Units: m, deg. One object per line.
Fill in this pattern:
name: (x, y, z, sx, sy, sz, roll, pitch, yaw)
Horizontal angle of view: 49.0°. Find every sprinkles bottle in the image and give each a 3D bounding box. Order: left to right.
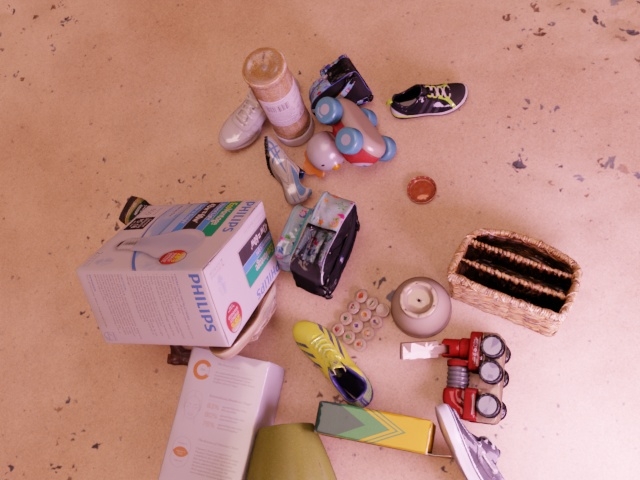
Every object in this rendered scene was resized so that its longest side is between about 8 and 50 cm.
sprinkles bottle: (-0.109, -0.387, 1.935, 0.121, 0.355, 0.121, -4, 71, 11)

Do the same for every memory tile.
memory tile: (0.107, 0.212, 1.868, 0.113, 0.012, 0.148, 33, 85, 24)

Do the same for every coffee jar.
coffee jar: (-0.498, -0.061, 2.062, 0.184, 0.079, 0.096, 22, 78, 18)

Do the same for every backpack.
backpack: (0.000, 0.000, 1.858, 0.191, 0.225, 0.254, 25, 75, 13)
backpack: (0.043, -0.430, 2.032, 0.173, 0.158, 0.117, -34, 60, 12)

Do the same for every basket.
basket: (0.482, 0.078, 1.727, 0.299, 0.223, 0.214, 22, 78, 19)

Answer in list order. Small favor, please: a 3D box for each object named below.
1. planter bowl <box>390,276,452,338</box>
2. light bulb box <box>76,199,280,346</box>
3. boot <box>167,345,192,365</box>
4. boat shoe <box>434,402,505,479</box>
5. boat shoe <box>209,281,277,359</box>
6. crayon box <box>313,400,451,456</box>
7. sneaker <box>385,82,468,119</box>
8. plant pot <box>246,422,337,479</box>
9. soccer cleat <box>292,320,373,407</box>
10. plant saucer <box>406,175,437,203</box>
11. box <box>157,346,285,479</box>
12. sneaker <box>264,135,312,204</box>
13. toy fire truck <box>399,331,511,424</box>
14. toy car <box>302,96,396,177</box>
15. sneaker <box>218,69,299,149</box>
planter bowl: (0.256, 0.162, 1.809, 0.162, 0.109, 0.162, -4, 71, 11)
light bulb box: (-0.345, 0.077, 1.791, 0.360, 0.225, 0.358, -2, 29, 22)
boot: (-0.362, 0.298, 1.937, 0.114, 0.037, 0.107, 4, 86, 17)
boat shoe: (0.370, 0.505, 1.644, 0.102, 0.108, 0.301, -28, 89, -3)
boat shoe: (-0.186, 0.216, 1.813, 0.109, 0.098, 0.302, -2, 30, 22)
crayon box: (0.161, 0.457, 1.685, 0.318, 0.202, 0.081, 8, 74, 13)
sneaker: (0.304, -0.402, 1.988, 0.234, 0.097, 0.084, -15, 70, 7)
plant pot: (-0.066, 0.588, 1.654, 0.274, 0.275, 0.294, -9, 69, 9)
soccer cleat: (0.030, 0.307, 1.803, 0.093, 0.121, 0.289, -42, 69, -3)
plant saucer: (0.282, -0.140, 1.953, 0.083, 0.013, 0.084, -4, 71, 11)
box: (-0.244, 0.467, 1.787, 0.214, 0.168, 0.346, 9, 75, 15)
sneaker: (-0.099, -0.207, 2.027, 0.086, 0.085, 0.237, -22, 67, -14)
toy fire truck: (0.329, 0.328, 1.729, 0.246, 0.158, 0.217, 1, 73, 25)
toy car: (0.047, -0.254, 1.973, 0.238, 0.219, 0.210, -43, 66, 28)
sneaker: (-0.199, -0.401, 2.070, 0.114, 0.152, 0.305, 42, 86, 20)
